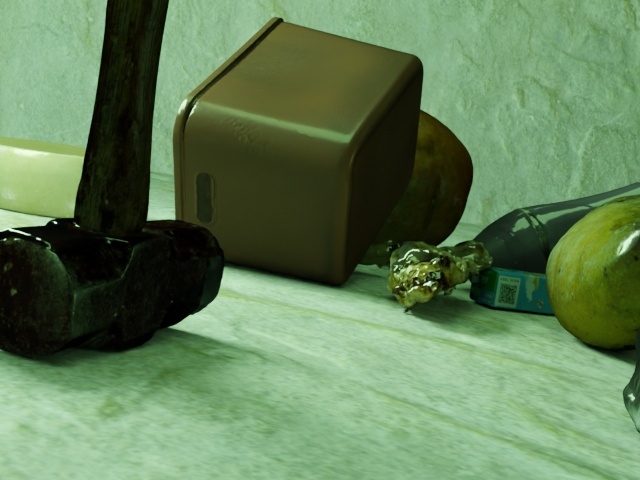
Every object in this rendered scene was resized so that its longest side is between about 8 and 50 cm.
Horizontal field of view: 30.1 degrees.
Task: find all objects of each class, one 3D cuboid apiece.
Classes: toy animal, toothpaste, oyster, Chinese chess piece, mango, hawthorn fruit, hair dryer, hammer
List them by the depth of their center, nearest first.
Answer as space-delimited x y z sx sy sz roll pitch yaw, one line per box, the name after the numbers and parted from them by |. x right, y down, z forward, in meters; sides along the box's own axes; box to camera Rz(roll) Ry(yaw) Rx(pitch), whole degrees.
-0.151 -0.117 0.916 0.095 0.409 0.242 11 9 21 | hammer
0.352 0.041 1.352 0.175 0.177 0.329 -3 8 4 | mango
0.144 0.033 1.462 0.128 0.079 0.345 -10 2 11 | oyster
0.335 0.076 1.629 0.266 0.050 0.065 8 2 -23 | toothpaste
0.000 0.000 1.728 0.218 0.103 0.101 9 20 -16 | toy animal
0.327 0.005 1.873 0.301 0.121 0.361 -21 -1 -16 | hair dryer
-0.426 -0.098 1.886 0.273 0.102 0.273 9 7 -1 | Chinese chess piece
0.125 -0.097 1.970 0.301 0.268 0.267 7 6 -37 | hawthorn fruit

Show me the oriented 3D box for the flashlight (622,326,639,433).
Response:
0.451 0.136 0.945 0.424 0.103 0.103 9 5 -10 | flashlight

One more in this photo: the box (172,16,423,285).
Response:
-0.019 -0.123 1.596 0.229 0.239 0.339 14 37 16 | box
